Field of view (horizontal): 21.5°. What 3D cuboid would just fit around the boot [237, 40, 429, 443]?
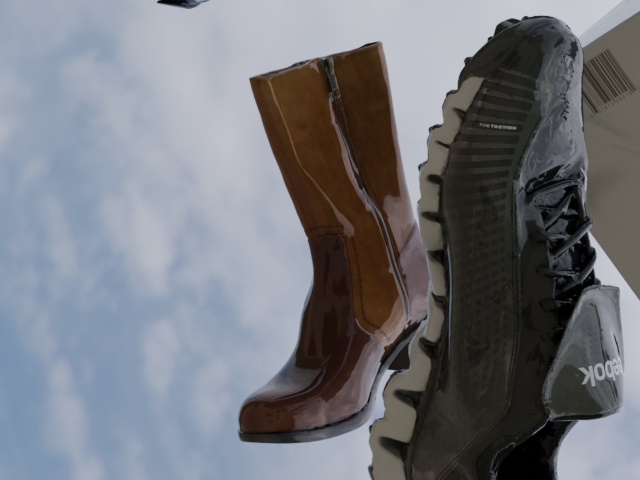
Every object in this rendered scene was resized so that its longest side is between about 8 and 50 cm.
[{"bbox_3d":[0.000,0.000,1.342,0.096,0.264,0.280,3,-67,47],"label":"boot"}]

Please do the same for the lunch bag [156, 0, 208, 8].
[{"bbox_3d":[-0.162,-0.246,1.127,0.176,0.219,0.090,21,-102,49],"label":"lunch bag"}]

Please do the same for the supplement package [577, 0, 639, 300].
[{"bbox_3d":[0.320,-0.123,1.288,0.198,0.263,0.199,54,-38,-4],"label":"supplement package"}]

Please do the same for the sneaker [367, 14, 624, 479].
[{"bbox_3d":[0.090,0.025,0.705,0.106,0.078,0.234,29,-61,38],"label":"sneaker"}]
